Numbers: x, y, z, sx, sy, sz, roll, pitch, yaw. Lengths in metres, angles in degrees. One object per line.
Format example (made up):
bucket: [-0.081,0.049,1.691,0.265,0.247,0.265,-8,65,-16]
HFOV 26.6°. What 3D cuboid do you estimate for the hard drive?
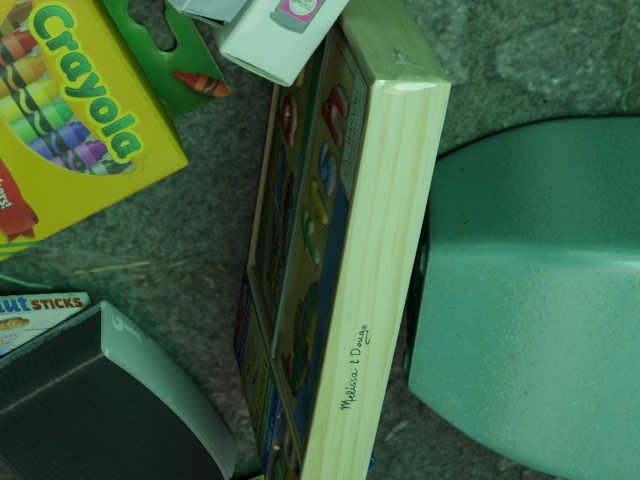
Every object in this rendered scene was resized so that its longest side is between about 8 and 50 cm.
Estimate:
hard drive: [-0.187,0.171,1.188,0.172,0.054,0.254,-29,137,4]

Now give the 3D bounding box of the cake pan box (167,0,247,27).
cake pan box: [-0.072,-0.299,0.810,0.246,0.267,0.070,-48,163,20]

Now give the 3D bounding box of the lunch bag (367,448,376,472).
lunch bag: [-0.002,0.184,1.268,0.098,0.065,0.067,24,129,-30]

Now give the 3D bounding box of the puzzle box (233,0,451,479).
puzzle box: [0.000,0.000,1.015,0.052,0.272,0.408,1,122,-14]

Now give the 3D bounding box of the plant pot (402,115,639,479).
plant pot: [0.200,0.044,1.130,0.252,0.247,0.247,6,123,0]

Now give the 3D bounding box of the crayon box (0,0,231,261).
crayon box: [-0.240,-0.098,0.993,0.319,0.081,0.202,-28,126,3]

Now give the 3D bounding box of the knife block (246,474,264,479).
knife block: [-0.174,0.341,1.298,0.276,0.088,0.242,-15,157,-34]

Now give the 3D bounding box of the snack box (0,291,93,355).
snack box: [-0.270,0.069,1.080,0.178,0.022,0.064,-1,146,-48]

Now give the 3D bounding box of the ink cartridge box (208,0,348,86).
ink cartridge box: [0.036,-0.294,0.881,0.069,0.175,0.371,22,115,-28]
